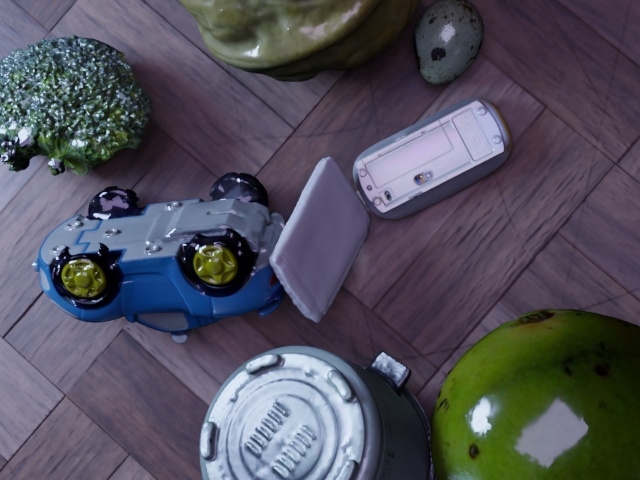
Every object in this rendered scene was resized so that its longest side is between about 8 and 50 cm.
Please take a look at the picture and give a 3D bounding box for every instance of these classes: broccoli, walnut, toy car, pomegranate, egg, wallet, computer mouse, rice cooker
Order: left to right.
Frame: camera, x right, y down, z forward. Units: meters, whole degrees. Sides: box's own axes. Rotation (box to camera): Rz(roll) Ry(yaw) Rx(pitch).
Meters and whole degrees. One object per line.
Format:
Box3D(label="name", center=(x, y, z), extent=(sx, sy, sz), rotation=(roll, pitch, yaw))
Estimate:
Box3D(label="broccoli", center=(-0.329, -0.159, 1.850), extent=(0.176, 0.198, 0.226), rotation=(40, 122, -22))
Box3D(label="toy car", center=(-0.187, 0.034, 1.812), extent=(0.314, 0.198, 0.166), rotation=(-6, 114, 8))
Box3D(label="walnut", center=(-0.028, -0.326, 1.768), extent=(0.277, 0.253, 0.282), rotation=(-15, 121, 26))
Box3D(label="rice cooker", center=(-0.001, 0.248, 1.731), extent=(0.241, 0.227, 0.280), rotation=(31, 89, 31))
Box3D(label="wallet", center=(0.000, 0.000, 1.789), extent=(0.032, 0.124, 0.183), rotation=(-2, 46, 36))
Box3D(label="computer mouse", center=(0.138, -0.101, 1.844), extent=(0.199, 0.045, 0.102), rotation=(-28, 82, 3))
Box3D(label="egg", center=(0.155, -0.245, 1.840), extent=(0.085, 0.085, 0.110), rotation=(24, 100, 9))
Box3D(label="pomegranate", center=(0.293, 0.250, 1.673), extent=(0.310, 0.216, 0.358), rotation=(-14, 85, -14))
